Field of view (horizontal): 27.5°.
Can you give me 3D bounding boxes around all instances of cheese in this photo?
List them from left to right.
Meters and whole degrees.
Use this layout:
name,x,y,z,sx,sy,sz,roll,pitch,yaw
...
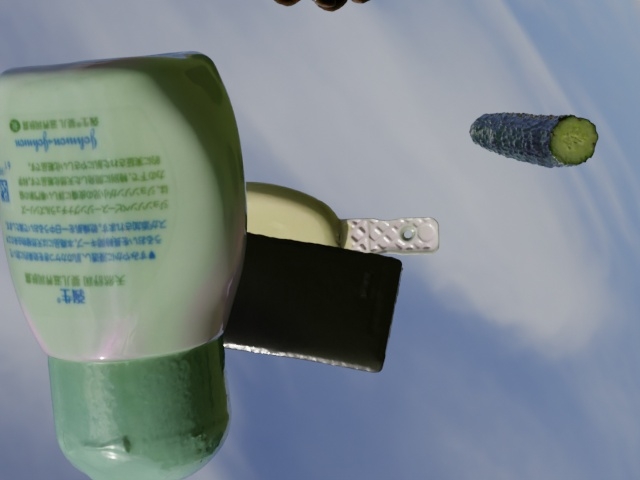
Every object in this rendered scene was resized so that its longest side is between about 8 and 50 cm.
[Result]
name,x,y,z,sx,sy,sz,roll,pitch,yaw
cheese,0.000,0.000,1.410,0.050,0.255,0.127,-44,-46,-84

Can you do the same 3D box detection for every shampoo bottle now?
name,x,y,z,sx,sy,sz,roll,pitch,yaw
shampoo bottle,-0.154,0.028,1.051,0.151,0.222,0.349,-20,-73,-62

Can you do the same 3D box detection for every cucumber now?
name,x,y,z,sx,sy,sz,roll,pitch,yaw
cucumber,0.255,-0.129,1.625,0.067,0.067,0.293,57,172,-14

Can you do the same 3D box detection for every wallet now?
name,x,y,z,sx,sy,sz,roll,pitch,yaw
wallet,-0.049,0.054,1.265,0.025,0.244,0.124,82,-161,-62

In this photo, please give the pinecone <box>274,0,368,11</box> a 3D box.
name,x,y,z,sx,sy,sz,roll,pitch,yaw
pinecone,0.012,-0.328,1.326,0.208,0.208,0.208,45,-150,-35
